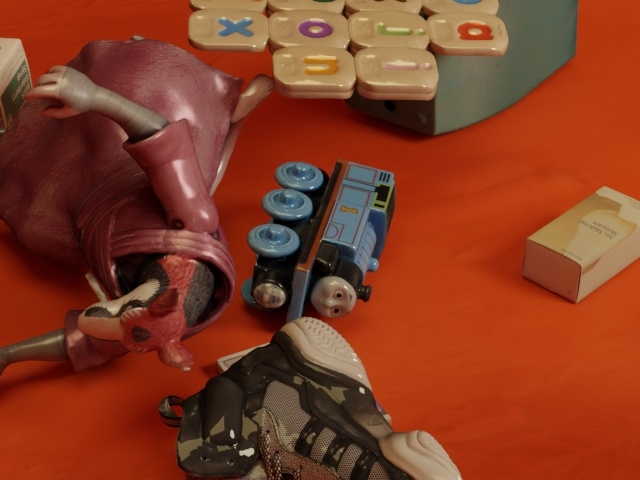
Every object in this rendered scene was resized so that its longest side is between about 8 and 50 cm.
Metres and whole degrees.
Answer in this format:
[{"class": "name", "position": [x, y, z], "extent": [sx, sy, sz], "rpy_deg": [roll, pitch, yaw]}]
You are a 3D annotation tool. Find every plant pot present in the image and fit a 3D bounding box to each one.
[{"class": "plant pot", "position": [0.127, -0.216, 1.571], "extent": [0.165, 0.165, 0.234], "rpy_deg": [22, 45, 27]}]

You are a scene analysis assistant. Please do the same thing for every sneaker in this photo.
[{"class": "sneaker", "position": [-0.006, 0.168, 1.060], "extent": [0.153, 0.101, 0.268], "rpy_deg": [-23, 43, -18]}]

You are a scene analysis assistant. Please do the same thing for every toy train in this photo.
[{"class": "toy train", "position": [0.000, 0.000, 1.319], "extent": [0.105, 0.080, 0.184], "rpy_deg": [12, 35, 5]}]

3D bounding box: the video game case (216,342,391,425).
[{"class": "video game case", "position": [-0.014, 0.115, 1.206], "extent": [0.087, 0.011, 0.122], "rpy_deg": [-16, 38, -24]}]

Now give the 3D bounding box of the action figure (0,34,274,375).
[{"class": "action figure", "position": [-0.143, 0.000, 1.264], "extent": [0.275, 0.248, 0.370], "rpy_deg": [14, 24, -31]}]

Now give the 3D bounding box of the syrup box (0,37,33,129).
[{"class": "syrup box", "position": [-0.385, -0.126, 1.437], "extent": [0.236, 0.096, 0.093], "rpy_deg": [4, 38, 10]}]

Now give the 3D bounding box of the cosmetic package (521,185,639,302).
[{"class": "cosmetic package", "position": [0.228, 0.002, 1.352], "extent": [0.060, 0.041, 0.115], "rpy_deg": [27, 42, 32]}]

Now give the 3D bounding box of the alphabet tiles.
[{"class": "alphabet tiles", "position": [0.020, -0.214, 1.437], "extent": [0.278, 0.021, 0.284], "rpy_deg": [-1, 40, -5]}]
